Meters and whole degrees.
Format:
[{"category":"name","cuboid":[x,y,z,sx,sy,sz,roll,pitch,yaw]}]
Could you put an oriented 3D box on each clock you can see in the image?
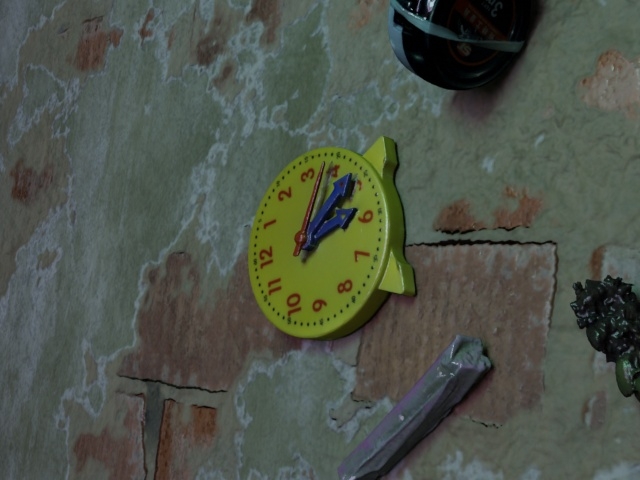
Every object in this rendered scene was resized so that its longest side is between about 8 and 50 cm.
[{"category":"clock","cuboid":[-0.004,0.000,1.257,0.293,0.071,0.277,-30,60,37]}]

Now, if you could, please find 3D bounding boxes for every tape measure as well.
[{"category":"tape measure","cuboid":[0.168,-0.278,1.078,0.181,0.182,0.107,-54,44,6]}]

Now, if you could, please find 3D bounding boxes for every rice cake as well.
[{"category":"rice cake","cuboid":[0.110,0.220,1.097,0.270,0.055,0.049,-53,44,25]}]

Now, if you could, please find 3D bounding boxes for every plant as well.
[{"category":"plant","cuboid":[0.319,0.111,0.902,0.174,0.085,0.087,60,146,30]}]
